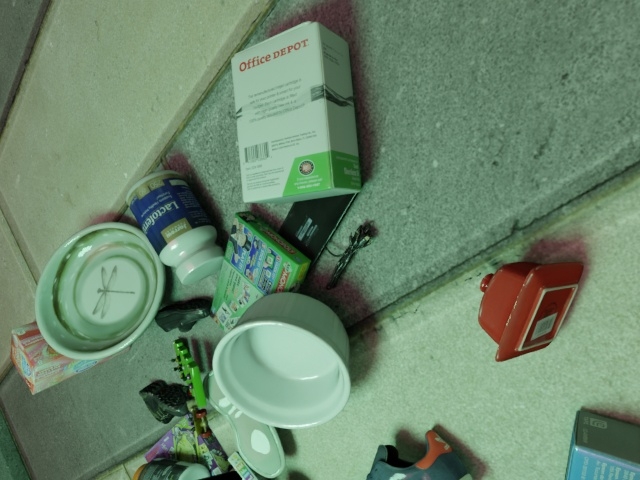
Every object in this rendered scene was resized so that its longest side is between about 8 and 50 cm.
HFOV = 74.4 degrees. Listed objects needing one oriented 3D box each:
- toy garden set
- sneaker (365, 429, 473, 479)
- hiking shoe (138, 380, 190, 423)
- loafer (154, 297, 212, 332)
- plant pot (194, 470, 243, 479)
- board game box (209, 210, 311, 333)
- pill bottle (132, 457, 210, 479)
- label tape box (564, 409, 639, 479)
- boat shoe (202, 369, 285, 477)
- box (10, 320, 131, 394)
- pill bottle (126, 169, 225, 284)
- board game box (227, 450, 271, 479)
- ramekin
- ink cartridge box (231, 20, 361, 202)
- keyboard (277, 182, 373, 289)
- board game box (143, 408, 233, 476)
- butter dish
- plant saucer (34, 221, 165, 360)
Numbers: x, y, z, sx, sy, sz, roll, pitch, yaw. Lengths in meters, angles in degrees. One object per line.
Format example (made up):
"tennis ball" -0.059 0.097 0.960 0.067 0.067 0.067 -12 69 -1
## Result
"toy garden set" -0.363 0.402 1.149 0.244 0.049 0.203 8 110 61
"sneaker" 0.117 0.499 0.834 0.350 0.131 0.148 -33 61 6
"hiking shoe" -0.462 0.508 1.295 0.227 0.086 0.114 1 112 41
"loafer" -0.372 0.213 1.171 0.223 0.076 0.078 -15 105 34
"plant pot" -0.234 0.727 1.083 0.187 0.188 0.167 8 79 32
"board game box" -0.155 0.120 0.994 0.213 0.046 0.317 37 122 27
"pill bottle" -0.446 0.712 1.234 0.246 0.130 0.130 -13 93 35
"label tape box" 0.535 0.424 0.586 0.348 0.115 0.249 8 105 30
"boat shoe" -0.183 0.454 1.085 0.114 0.091 0.302 -35 77 3
"box" -0.750 0.311 1.297 0.154 0.300 0.142 42 124 19
"pill bottle" -0.353 -0.031 1.052 0.153 0.153 0.264 -42 77 33
"board game box" -0.181 0.594 1.090 0.103 0.026 0.154 43 163 20
"ramekin" -0.069 0.242 0.879 0.277 0.135 0.277 4 117 8
"ink cartridge box" -0.047 -0.225 0.807 0.211 0.121 0.289 -4 91 34
"keyboard" 0.000 0.000 0.898 0.201 0.033 0.317 45 122 24
"board game box" -0.422 0.689 1.319 0.208 0.056 0.347 50 122 10
"butter dish" 0.305 0.090 0.661 0.118 0.160 0.159 34 119 49
"plant saucer" -0.625 0.146 1.240 0.401 0.100 0.400 -3 72 9
